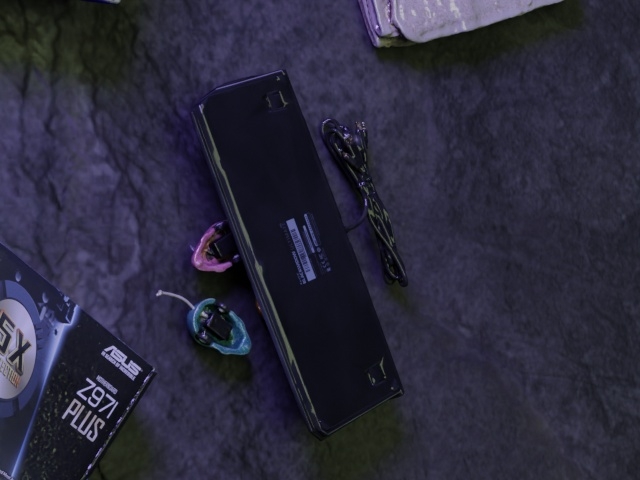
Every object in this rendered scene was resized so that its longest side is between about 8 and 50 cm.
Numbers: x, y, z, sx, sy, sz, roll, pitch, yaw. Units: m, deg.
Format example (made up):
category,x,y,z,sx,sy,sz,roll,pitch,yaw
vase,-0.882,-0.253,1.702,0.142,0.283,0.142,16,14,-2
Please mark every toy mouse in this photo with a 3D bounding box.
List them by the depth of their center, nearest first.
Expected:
category,x,y,z,sx,sy,sz,roll,pitch,yaw
toy mouse,-0.086,0.041,1.212,0.143,0.031,0.161,-8,89,-35

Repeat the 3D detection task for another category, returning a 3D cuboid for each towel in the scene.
category,x,y,z,sx,sy,sz,roll,pitch,yaw
towel,0.139,-0.304,1.396,0.282,0.049,0.187,-22,98,-34

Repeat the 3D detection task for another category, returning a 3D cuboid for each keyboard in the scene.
category,x,y,z,sx,sy,sz,roll,pitch,yaw
keyboard,0.000,0.000,1.253,0.201,0.033,0.317,-23,95,-45

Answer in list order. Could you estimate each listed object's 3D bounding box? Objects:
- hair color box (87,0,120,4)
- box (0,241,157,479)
category,x,y,z,sx,sy,sz,roll,pitch,yaw
hair color box,-0.221,-0.366,1.067,0.185,0.110,0.339,7,96,-34
box,-0.242,0.107,1.070,0.180,0.077,0.147,44,62,-23
